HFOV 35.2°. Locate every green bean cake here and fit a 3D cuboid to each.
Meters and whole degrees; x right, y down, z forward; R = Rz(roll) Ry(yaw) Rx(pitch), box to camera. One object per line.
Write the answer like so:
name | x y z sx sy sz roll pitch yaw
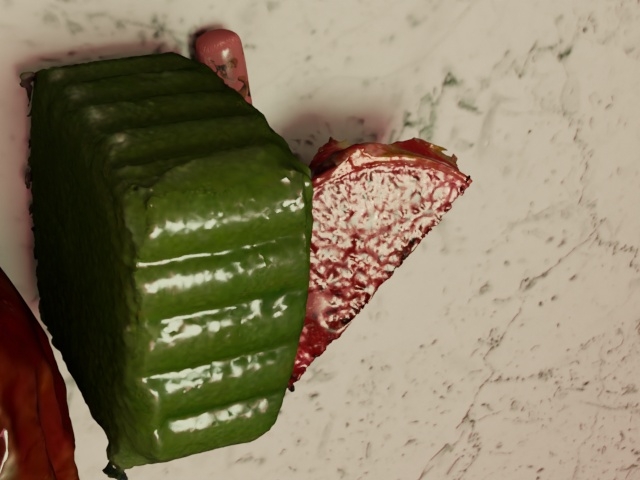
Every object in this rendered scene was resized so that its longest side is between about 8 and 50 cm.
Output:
green bean cake | -0.116 0.007 0.750 0.156 0.250 0.247 -12 124 -29

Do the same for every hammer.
hammer | -0.080 -0.133 0.831 0.043 0.043 0.083 -25 131 -20

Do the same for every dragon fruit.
dragon fruit | -0.009 -0.008 0.918 0.126 0.161 0.274 37 99 -18

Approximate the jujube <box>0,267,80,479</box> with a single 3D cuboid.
jujube | -0.314 0.166 0.715 0.276 0.276 0.377 -18 125 -25
